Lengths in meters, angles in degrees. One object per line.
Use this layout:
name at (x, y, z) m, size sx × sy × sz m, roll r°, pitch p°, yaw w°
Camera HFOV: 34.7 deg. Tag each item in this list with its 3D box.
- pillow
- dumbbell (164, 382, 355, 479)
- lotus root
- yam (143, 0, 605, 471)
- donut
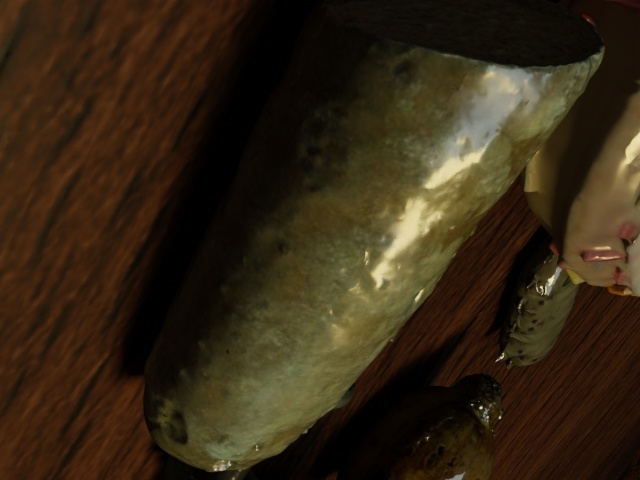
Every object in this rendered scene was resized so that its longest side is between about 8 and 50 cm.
pillow at (0.211, 0.062, 0.994) m, size 0.093 × 0.051 × 0.241 m, roll -37°, pitch 153°, yaw -30°
dumbbell at (-0.041, 0.125, 0.687) m, size 0.254 × 0.081 × 0.081 m, roll -55°, pitch 152°, yaw 17°
lotus root at (0.092, 0.206, 0.943) m, size 0.209 × 0.120 × 0.120 m, roll -44°, pitch 153°, yaw -6°
yam at (0.000, 0.000, 0.543) m, size 0.133 × 0.133 × 0.330 m, roll -9°, pitch 140°, yaw -50°
donut at (0.283, -0.131, 0.737) m, size 0.382 × 0.142 × 0.382 m, roll -34°, pitch 150°, yaw -24°
